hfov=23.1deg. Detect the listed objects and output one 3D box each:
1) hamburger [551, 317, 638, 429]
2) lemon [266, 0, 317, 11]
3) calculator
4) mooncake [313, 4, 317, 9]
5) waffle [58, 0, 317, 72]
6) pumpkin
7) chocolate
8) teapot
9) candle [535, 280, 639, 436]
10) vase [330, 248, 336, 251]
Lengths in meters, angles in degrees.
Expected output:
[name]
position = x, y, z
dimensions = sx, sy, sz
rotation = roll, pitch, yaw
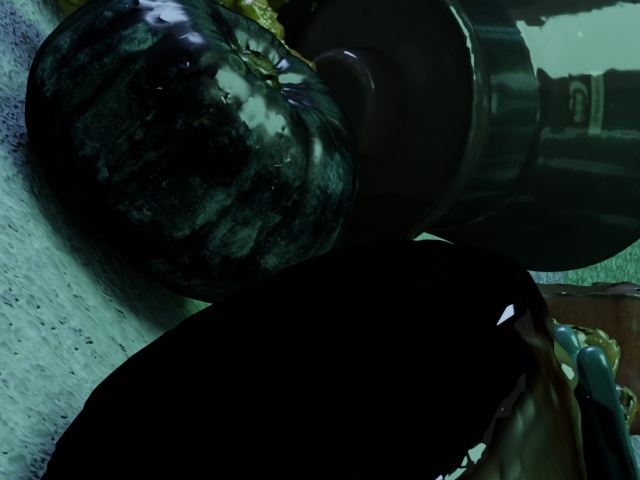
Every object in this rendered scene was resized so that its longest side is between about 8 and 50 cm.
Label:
[hamburger]
position = 0.035, 0.106, 0.878
dimensions = 0.124, 0.262, 0.131
rotation = 57, 39, -54
[lemon]
position = -0.113, -0.325, 1.411
dimensions = 0.336, 0.336, 0.336
rotation = 51, 10, -12
[calculator]
position = 0.131, 0.108, 0.696
dimensions = 0.094, 0.019, 0.141
rotation = -127, -159, -80
[mooncake]
position = -0.047, -0.297, 1.994
dimensions = 0.356, 0.194, 0.356
rotation = 55, 9, -14
[waffle]
position = -0.098, -0.155, 1.173
dimensions = 0.253, 0.249, 0.056
rotation = 48, 51, -13
[pumpkin]
position = -0.085, -0.066, 1.037
dimensions = 0.233, 0.163, 0.233
rotation = 39, 16, -13
[chocolate]
position = 0.024, 0.145, 0.667
dimensions = 0.340, 0.225, 0.210
rotation = -94, 160, -75
[teapot]
position = 0.121, -0.151, 1.319
dimensions = 0.362, 0.306, 0.376
rotation = -5, 83, -51
[candle]
position = 0.115, 0.089, 1.161
dimensions = 0.317, 0.287, 0.131
rotation = 177, -83, -76
[vase]
position = 0.000, 0.000, 1.419
dimensions = 0.120, 0.120, 0.183
rotation = 44, 29, -43
